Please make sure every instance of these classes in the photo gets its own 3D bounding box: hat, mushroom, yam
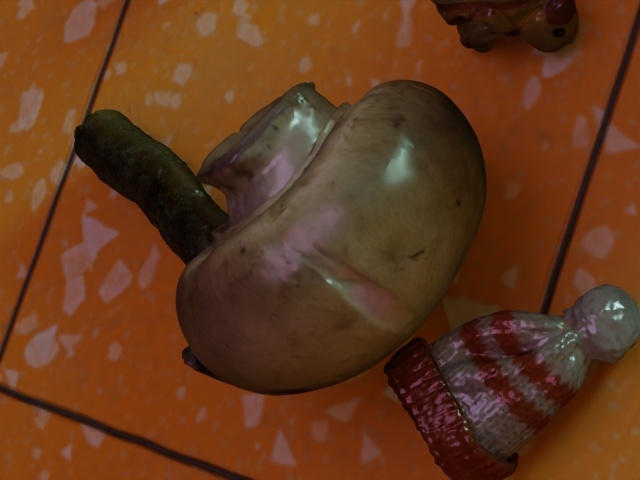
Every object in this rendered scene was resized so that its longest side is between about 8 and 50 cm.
[{"bbox_3d":[0.135,0.082,1.173,0.162,0.093,0.112,-37,62,14],"label":"hat"},{"bbox_3d":[0.000,0.000,1.206,0.255,0.184,0.255,-37,14,11],"label":"mushroom"},{"bbox_3d":[-0.113,-0.027,1.416,0.061,0.061,0.253,-54,50,8],"label":"yam"}]

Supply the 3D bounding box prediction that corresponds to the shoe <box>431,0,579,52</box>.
[{"bbox_3d":[0.134,-0.169,1.278,0.109,0.069,0.072,-8,45,25],"label":"shoe"}]
